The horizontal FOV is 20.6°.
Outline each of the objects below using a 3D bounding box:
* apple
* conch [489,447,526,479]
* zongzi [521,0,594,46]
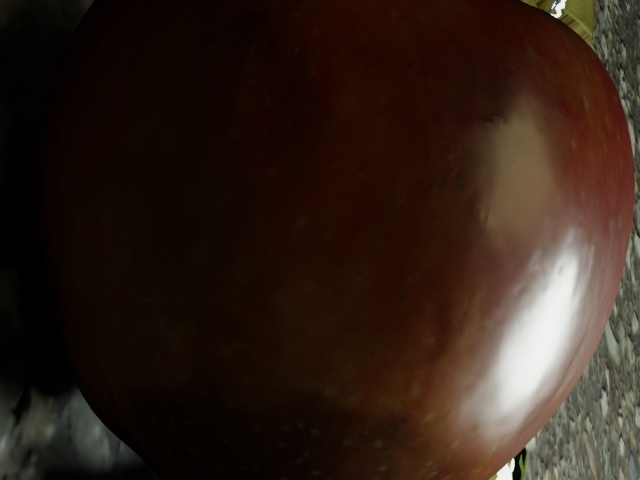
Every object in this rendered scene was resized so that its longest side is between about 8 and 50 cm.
[{"bbox_3d":[0.000,0.000,0.644,0.230,0.230,0.230,-8,90,-70],"label":"apple"},{"bbox_3d":[0.076,0.116,1.001,0.095,0.080,0.200,94,-1,-45],"label":"conch"},{"bbox_3d":[0.120,-0.228,1.142,0.289,0.123,0.260,28,60,-61],"label":"zongzi"}]
